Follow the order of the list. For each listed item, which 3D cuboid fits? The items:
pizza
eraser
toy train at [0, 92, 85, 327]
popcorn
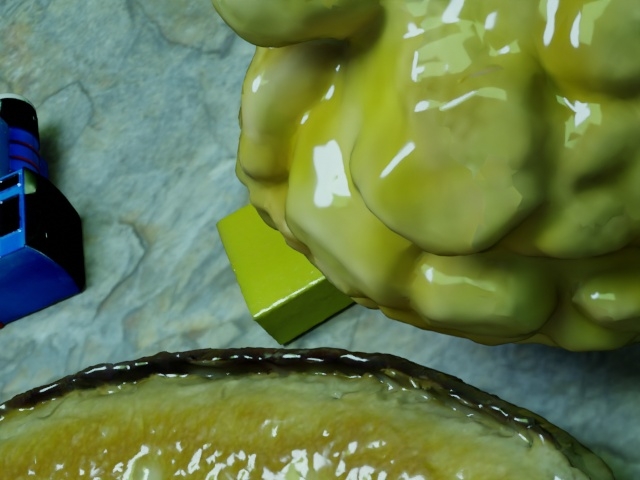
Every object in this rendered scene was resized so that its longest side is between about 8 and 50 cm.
[{"bbox_3d":[-0.024,0.192,0.735,0.392,0.080,0.434,-31,50,7],"label":"pizza"},{"bbox_3d":[0.000,0.000,0.875,0.122,0.045,0.097,-30,48,7],"label":"eraser"},{"bbox_3d":[-0.263,-0.033,1.018,0.131,0.082,0.204,-23,52,14],"label":"toy train"},{"bbox_3d":[0.134,-0.118,0.713,0.390,0.344,0.353,-15,92,-8],"label":"popcorn"}]
